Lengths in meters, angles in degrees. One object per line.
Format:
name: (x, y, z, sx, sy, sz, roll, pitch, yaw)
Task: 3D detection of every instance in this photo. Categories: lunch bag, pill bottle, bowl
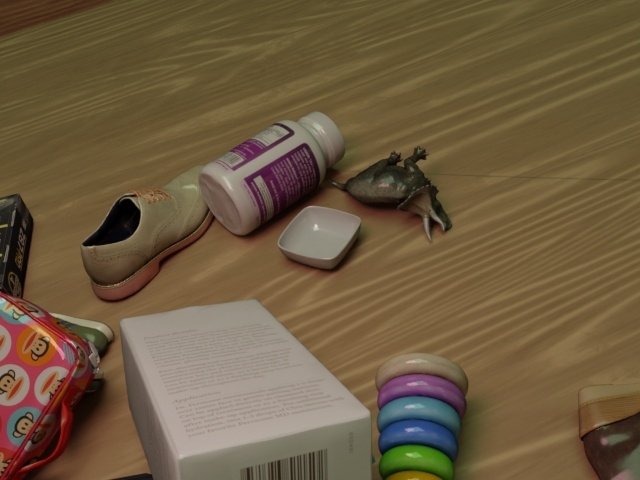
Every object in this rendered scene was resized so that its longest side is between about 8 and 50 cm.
lunch bag: (-0.501, 0.250, 1.157, 0.258, 0.120, 0.293, 32, 81, 10)
pill bottle: (-0.097, -0.154, 1.575, 0.301, 0.169, 0.169, -35, 46, -24)
bowl: (0.000, 0.000, 1.467, 0.142, 0.053, 0.142, 16, 48, 26)

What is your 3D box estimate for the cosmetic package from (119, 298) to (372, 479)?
cosmetic package: (-0.125, 0.231, 1.001, 0.230, 0.161, 0.453, -7, 16, -20)

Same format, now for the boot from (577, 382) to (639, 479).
boot: (0.496, 0.294, 1.023, 0.248, 0.090, 0.206, -7, 53, 3)

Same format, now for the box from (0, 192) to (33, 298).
box: (-0.831, 0.067, 1.553, 0.395, 0.097, 0.318, -15, 43, -3)

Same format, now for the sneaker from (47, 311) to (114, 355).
sneaker: (-0.488, 0.186, 1.360, 0.192, 0.064, 0.086, 5, 39, 14)

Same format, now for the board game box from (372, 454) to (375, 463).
board game box: (-0.044, 0.318, 1.078, 0.160, 0.039, 0.211, -32, 23, -22)

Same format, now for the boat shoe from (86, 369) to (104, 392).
boat shoe: (-0.536, 0.273, 1.277, 0.320, 0.116, 0.099, -4, 84, -2)

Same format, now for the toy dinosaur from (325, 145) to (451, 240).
toy dinosaur: (0.138, -0.121, 1.522, 0.314, 0.121, 0.160, 16, 35, 23)

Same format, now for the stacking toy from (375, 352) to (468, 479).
stacking toy: (0.137, 0.326, 1.020, 0.141, 0.141, 0.330, -1, 47, 11)

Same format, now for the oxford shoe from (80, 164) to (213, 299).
oxford shoe: (-0.341, -0.054, 1.533, 0.140, 0.146, 0.397, 12, 46, 25)

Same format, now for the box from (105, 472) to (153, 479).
box: (-0.328, 0.477, 0.997, 0.293, 0.073, 0.295, -12, 42, 2)
